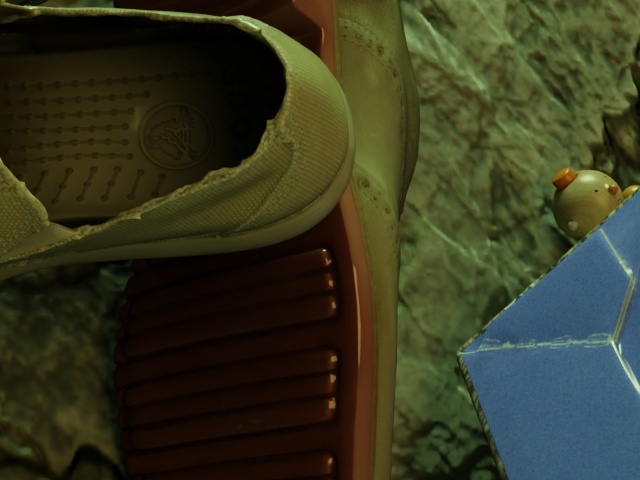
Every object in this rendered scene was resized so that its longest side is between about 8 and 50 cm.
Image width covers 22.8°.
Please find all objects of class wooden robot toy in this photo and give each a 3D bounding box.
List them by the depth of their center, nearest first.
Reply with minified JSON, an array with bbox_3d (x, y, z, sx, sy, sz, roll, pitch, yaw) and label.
[{"bbox_3d":[0.155,-0.015,0.795,0.079,0.076,0.173,43,53,-5],"label":"wooden robot toy"}]

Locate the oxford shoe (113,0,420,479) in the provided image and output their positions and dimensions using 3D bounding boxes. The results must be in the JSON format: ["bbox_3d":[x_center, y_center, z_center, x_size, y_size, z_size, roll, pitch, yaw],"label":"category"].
[{"bbox_3d":[0.000,0.000,0.640,0.130,0.123,0.348,10,76,-53],"label":"oxford shoe"}]

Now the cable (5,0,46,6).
[{"bbox_3d":[-0.164,-0.168,0.621,0.184,0.047,0.150,45,49,-12],"label":"cable"}]

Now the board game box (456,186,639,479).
[{"bbox_3d":[0.223,0.141,0.664,0.291,0.141,0.232,38,18,-26],"label":"board game box"}]

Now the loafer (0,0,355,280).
[{"bbox_3d":[-0.120,-0.032,0.514,0.268,0.092,0.102,-12,73,-7],"label":"loafer"}]
